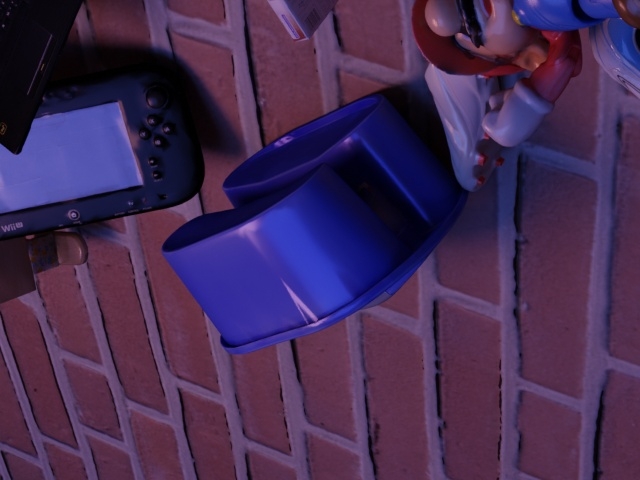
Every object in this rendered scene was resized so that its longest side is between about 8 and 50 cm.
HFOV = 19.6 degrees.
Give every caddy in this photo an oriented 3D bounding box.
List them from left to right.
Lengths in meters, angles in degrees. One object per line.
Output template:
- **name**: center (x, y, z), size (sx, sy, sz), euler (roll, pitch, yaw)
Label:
- **caddy**: center (0.000, 0.000, 1.893), size (0.179, 0.241, 0.341), euler (51, 145, -14)

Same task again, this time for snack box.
- **snack box**: center (0.009, -0.253, 1.620), size (0.022, 0.178, 0.064), euler (-7, 128, 43)

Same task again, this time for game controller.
- **game controller**: center (-0.289, -0.095, 2.055), size (0.319, 0.067, 0.166), euler (-11, 101, 12)

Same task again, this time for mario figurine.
- **mario figurine**: center (0.163, -0.200, 1.501), size (0.170, 0.198, 0.320), euler (28, 161, -18)

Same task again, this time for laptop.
- **laptop**: center (-0.390, -0.254, 1.911), size (0.264, 0.136, 0.234), euler (37, 111, 34)

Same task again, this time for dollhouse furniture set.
- **dollhouse furniture set**: center (-0.378, -0.045, 2.211), size (0.161, 0.212, 0.242), euler (2, 108, 42)

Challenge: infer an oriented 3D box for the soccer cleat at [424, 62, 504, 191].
- **soccer cleat**: center (0.137, -0.134, 1.764), size (0.076, 0.068, 0.196), euler (22, 138, 29)

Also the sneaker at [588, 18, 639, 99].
- **sneaker**: center (0.331, -0.121, 1.581), size (0.237, 0.085, 0.086), euler (41, 152, -10)
